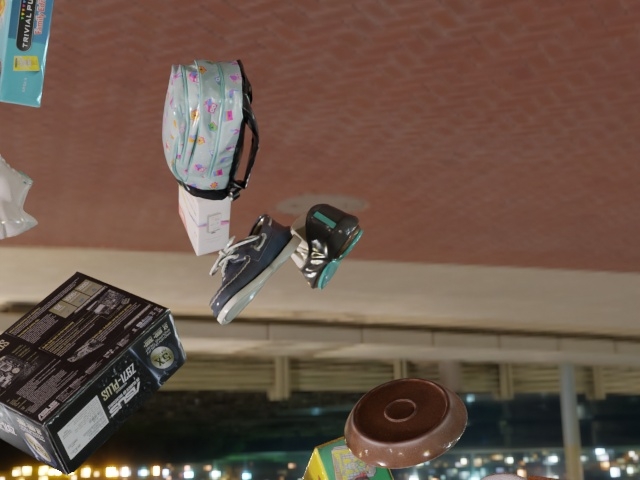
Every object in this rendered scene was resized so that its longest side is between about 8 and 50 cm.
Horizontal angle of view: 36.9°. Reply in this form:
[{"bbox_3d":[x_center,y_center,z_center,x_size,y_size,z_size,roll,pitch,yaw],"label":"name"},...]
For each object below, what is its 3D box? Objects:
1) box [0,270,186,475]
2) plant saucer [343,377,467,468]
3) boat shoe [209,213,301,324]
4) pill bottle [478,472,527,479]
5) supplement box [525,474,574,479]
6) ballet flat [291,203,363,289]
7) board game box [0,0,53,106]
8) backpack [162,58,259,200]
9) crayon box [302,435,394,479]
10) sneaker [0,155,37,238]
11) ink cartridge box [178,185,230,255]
[{"bbox_3d":[-0.256,0.131,0.989,0.147,0.180,0.077,17,136,32],"label":"box"},{"bbox_3d":[0.110,0.235,1.278,0.168,0.029,0.168,-12,-153,7],"label":"plant saucer"},{"bbox_3d":[-0.101,0.030,1.326,0.095,0.079,0.254,-46,-177,32],"label":"boat shoe"},{"bbox_3d":[0.292,0.457,1.454,0.136,0.136,0.245,-5,146,15],"label":"pill bottle"},{"bbox_3d":[0.263,0.323,1.155,0.062,0.036,0.098,-3,-167,37],"label":"supplement box"},{"bbox_3d":[0.000,0.000,1.481,0.096,0.095,0.280,35,162,2],"label":"ballet flat"},{"bbox_3d":[-0.574,-0.432,1.821,0.079,0.336,0.254,6,-173,-28],"label":"board game box"},{"bbox_3d":[-0.148,-0.152,1.247,0.115,0.152,0.182,-7,151,-18],"label":"backpack"},{"bbox_3d":[0.085,0.506,1.487,0.106,0.363,0.313,-17,159,-14],"label":"crayon box"},{"bbox_3d":[-0.533,-0.104,1.601,0.094,0.212,0.080,-16,167,-19],"label":"sneaker"},{"bbox_3d":[-0.216,-0.079,1.771,0.067,0.115,0.198,-15,146,-19],"label":"ink cartridge box"}]
